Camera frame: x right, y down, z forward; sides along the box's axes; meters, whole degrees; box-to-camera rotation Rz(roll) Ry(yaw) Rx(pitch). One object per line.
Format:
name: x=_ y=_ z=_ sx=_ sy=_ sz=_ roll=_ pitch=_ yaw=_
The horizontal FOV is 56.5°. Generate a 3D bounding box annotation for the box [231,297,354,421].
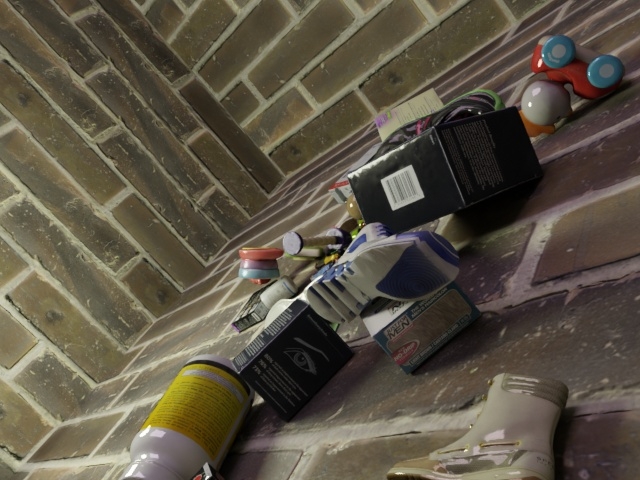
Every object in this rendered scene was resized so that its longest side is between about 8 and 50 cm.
box: x=-0.060 y=0.249 z=1.269 sx=0.207 sy=0.153 sz=0.108 roll=-43 pitch=12 yaw=-11

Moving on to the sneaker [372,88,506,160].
sneaker: x=0.336 y=-0.297 z=1.843 sx=0.483 sy=0.185 sz=0.202 roll=-34 pitch=11 yaw=32

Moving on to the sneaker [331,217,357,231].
sneaker: x=0.076 y=-0.044 z=2.068 sx=0.118 sy=0.042 sz=0.067 roll=-41 pitch=16 yaw=10

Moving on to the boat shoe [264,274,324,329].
boat shoe: x=-0.031 y=0.189 z=1.572 sx=0.319 sy=0.099 sz=0.116 roll=-39 pitch=56 yaw=38

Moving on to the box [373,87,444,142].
box: x=0.335 y=-0.400 z=2.113 sx=0.243 sy=0.117 sz=0.213 roll=-26 pitch=33 yaw=12

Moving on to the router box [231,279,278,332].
router box: x=-0.212 y=0.221 z=2.020 sx=0.133 sy=0.046 sz=0.179 roll=-32 pitch=16 yaw=38

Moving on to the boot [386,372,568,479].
boot: x=0.193 y=0.246 z=0.730 sx=0.213 sy=0.077 sz=0.165 roll=-22 pitch=23 yaw=42

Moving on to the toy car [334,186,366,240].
toy car: x=0.132 y=-0.107 z=1.789 sx=0.155 sy=0.188 sz=0.149 roll=-31 pitch=17 yaw=36

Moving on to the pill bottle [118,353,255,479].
pill bottle: x=-0.283 y=0.417 z=1.277 sx=0.188 sy=0.188 sz=0.334 roll=-33 pitch=15 yaw=32

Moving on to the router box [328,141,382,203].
router box: x=0.216 y=-0.283 z=2.353 sx=0.301 sy=0.082 sz=0.335 roll=-46 pitch=14 yaw=-18

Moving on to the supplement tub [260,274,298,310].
supplement tub: x=-0.131 y=0.168 z=1.910 sx=0.107 sy=0.071 sz=0.071 roll=-39 pitch=13 yaw=9

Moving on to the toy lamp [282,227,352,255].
toy lamp: x=0.000 y=0.000 z=1.825 sx=0.080 sy=0.080 sz=0.275 roll=-33 pitch=-18 yaw=33

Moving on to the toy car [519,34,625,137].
toy car: x=0.581 y=-0.352 z=1.439 sx=0.238 sy=0.210 sz=0.219 roll=-67 pitch=-12 yaw=23

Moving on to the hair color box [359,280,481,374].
hair color box: x=0.162 y=0.111 z=1.182 sx=0.174 sy=0.105 sz=0.347 roll=-40 pitch=13 yaw=3

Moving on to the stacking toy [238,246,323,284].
stacking toy: x=-0.132 y=0.090 z=1.980 sx=0.280 sy=0.130 sz=0.309 roll=0 pitch=1 yaw=0

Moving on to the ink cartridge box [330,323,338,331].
ink cartridge box: x=-0.060 y=0.249 z=1.464 sx=0.209 sy=0.062 sz=0.109 roll=-32 pitch=15 yaw=32

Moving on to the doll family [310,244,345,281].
doll family: x=0.035 y=0.072 z=1.761 sx=0.111 sy=0.076 sz=0.193 roll=-32 pitch=20 yaw=17

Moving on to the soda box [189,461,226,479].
soda box: x=-0.127 y=0.413 z=0.888 sx=0.053 sy=0.169 sz=0.060 roll=-45 pitch=14 yaw=-13

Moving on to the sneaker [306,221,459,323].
sneaker: x=0.115 y=0.027 z=1.083 sx=0.315 sy=0.127 sz=0.182 roll=-27 pitch=21 yaw=48

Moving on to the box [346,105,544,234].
box: x=0.273 y=-0.148 z=1.336 sx=0.294 sy=0.182 sz=0.296 roll=-20 pitch=-2 yaw=-37
